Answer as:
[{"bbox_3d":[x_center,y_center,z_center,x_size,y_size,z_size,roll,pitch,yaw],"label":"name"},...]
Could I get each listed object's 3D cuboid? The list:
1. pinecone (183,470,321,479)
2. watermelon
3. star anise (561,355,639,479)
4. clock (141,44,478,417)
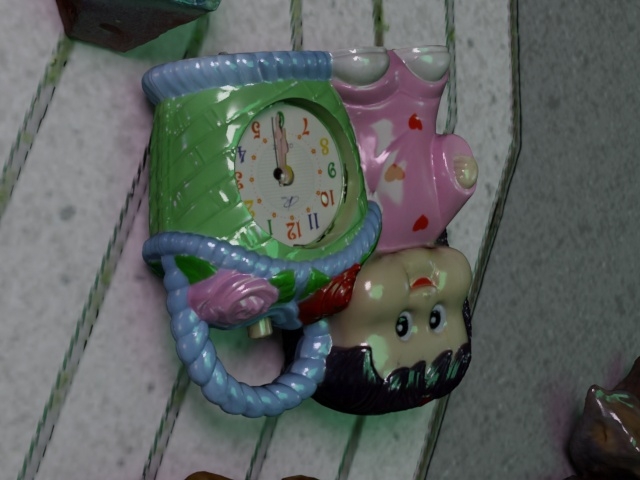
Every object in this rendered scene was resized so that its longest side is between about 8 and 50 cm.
[{"bbox_3d":[0.002,0.233,0.478,0.264,0.264,0.264,0,90,-41],"label":"pinecone"},{"bbox_3d":[-0.081,-0.125,0.510,0.084,0.092,0.072,-46,157,-22],"label":"watermelon"},{"bbox_3d":[0.227,0.179,0.773,0.212,0.073,0.197,-41,118,-36],"label":"star anise"},{"bbox_3d":[0.000,0.000,0.563,0.194,0.100,0.195,-11,95,-36],"label":"clock"}]
